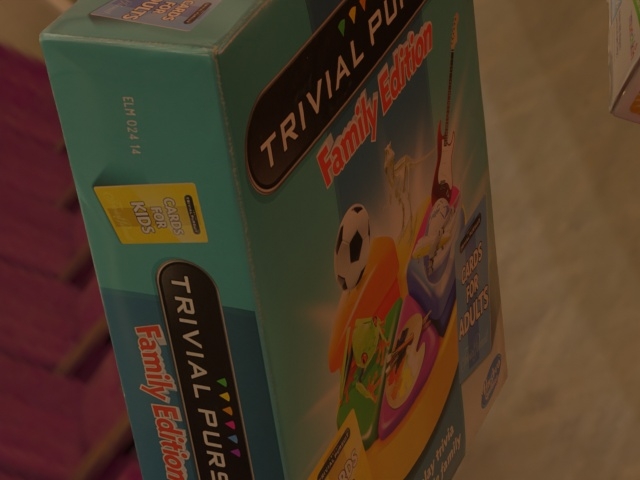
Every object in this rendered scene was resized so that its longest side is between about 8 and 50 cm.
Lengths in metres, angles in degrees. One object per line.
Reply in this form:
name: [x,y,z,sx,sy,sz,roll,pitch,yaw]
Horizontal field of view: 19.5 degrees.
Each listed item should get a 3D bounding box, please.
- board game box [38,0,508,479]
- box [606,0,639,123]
board game box: [0.000,0.000,0.849,0.079,0.336,0.254,8,37,23]
box: [0.268,-0.111,1.021,0.103,0.203,0.114,115,166,-44]
